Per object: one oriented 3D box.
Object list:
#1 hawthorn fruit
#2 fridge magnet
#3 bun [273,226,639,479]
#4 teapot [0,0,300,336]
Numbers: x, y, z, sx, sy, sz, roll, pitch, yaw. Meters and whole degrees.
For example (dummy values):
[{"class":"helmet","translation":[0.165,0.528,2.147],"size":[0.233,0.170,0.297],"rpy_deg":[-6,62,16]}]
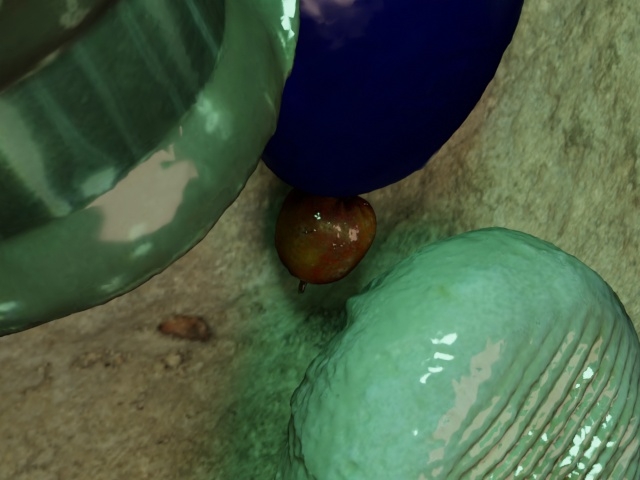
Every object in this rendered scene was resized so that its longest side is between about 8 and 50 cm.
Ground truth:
[{"class":"hawthorn fruit","translation":[0.003,-0.005,0.779],"size":[0.077,0.077,0.077],"rpy_deg":[-19,120,-38]},{"class":"fridge magnet","translation":[0.041,-0.153,0.704],"size":[0.265,0.112,0.265],"rpy_deg":[-33,138,-36]},{"class":"bun","translation":[0.105,0.156,0.843],"size":[0.362,0.211,0.362],"rpy_deg":[-21,124,-36]},{"class":"teapot","translation":[-0.204,-0.131,0.394],"size":[0.376,0.305,0.362],"rpy_deg":[-25,136,-1]}]
